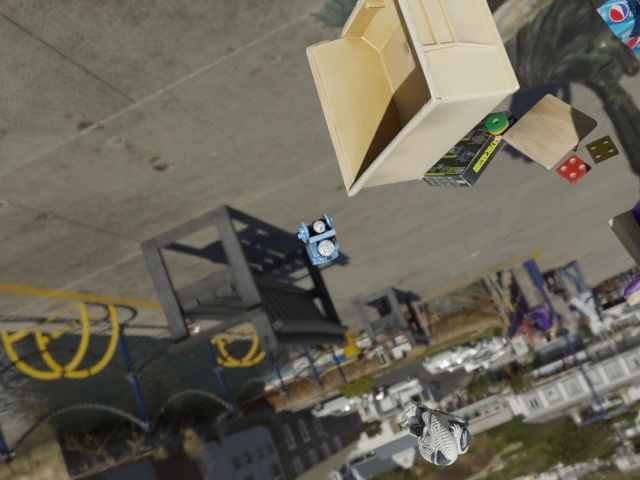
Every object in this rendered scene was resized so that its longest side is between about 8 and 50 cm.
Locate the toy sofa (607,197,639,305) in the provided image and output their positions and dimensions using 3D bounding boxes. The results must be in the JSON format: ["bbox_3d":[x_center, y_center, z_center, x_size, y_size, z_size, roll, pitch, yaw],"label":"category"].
[{"bbox_3d":[0.528,-0.053,1.005,0.177,0.150,0.362,-23,156,-5],"label":"toy sofa"}]

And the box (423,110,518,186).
[{"bbox_3d":[0.330,-0.203,1.568,0.184,0.045,0.191,-55,-161,-8],"label":"box"}]

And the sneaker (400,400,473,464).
[{"bbox_3d":[0.285,0.432,1.532,0.153,0.094,0.235,16,177,-15],"label":"sneaker"}]

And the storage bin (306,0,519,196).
[{"bbox_3d":[0.100,-0.234,0.912,0.123,0.260,0.262,-10,164,-22],"label":"storage bin"}]

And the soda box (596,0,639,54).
[{"bbox_3d":[0.638,-0.445,1.429,0.067,0.071,0.210,-38,160,31],"label":"soda box"}]

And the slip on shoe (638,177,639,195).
[{"bbox_3d":[0.814,-0.154,1.683,0.123,0.101,0.331,-35,131,-1],"label":"slip on shoe"}]

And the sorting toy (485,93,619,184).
[{"bbox_3d":[0.466,-0.205,1.396,0.132,0.274,0.046,-43,138,0],"label":"sorting toy"}]

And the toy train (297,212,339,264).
[{"bbox_3d":[0.000,0.000,1.616,0.080,0.105,0.184,-22,176,-7],"label":"toy train"}]
